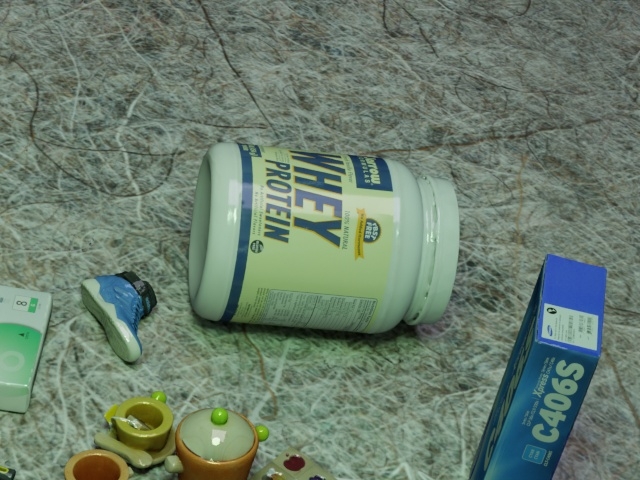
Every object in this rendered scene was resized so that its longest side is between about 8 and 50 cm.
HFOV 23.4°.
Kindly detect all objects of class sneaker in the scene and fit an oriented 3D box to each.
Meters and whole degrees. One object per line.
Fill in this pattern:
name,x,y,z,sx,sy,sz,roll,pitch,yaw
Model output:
sneaker,-0.242,0.091,1.992,0.084,0.058,0.152,-18,40,-24

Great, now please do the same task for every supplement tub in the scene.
supplement tub,0.000,0.000,2.043,0.324,0.235,0.235,5,37,-12

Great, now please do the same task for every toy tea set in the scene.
toy tea set,-0.205,0.267,1.710,0.200,0.124,0.336,21,37,15

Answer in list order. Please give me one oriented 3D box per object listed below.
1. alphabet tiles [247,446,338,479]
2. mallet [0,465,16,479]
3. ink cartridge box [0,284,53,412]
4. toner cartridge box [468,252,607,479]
alphabet tiles,-0.033,0.347,1.770,0.198,0.009,0.237,34,41,24
mallet,-0.441,0.243,1.750,0.189,0.039,0.062,23,36,5
ink cartridge box,-0.452,0.119,1.893,0.224,0.056,0.181,11,36,-7
toner cartridge box,0.238,0.201,1.765,0.075,0.348,0.165,16,36,4
